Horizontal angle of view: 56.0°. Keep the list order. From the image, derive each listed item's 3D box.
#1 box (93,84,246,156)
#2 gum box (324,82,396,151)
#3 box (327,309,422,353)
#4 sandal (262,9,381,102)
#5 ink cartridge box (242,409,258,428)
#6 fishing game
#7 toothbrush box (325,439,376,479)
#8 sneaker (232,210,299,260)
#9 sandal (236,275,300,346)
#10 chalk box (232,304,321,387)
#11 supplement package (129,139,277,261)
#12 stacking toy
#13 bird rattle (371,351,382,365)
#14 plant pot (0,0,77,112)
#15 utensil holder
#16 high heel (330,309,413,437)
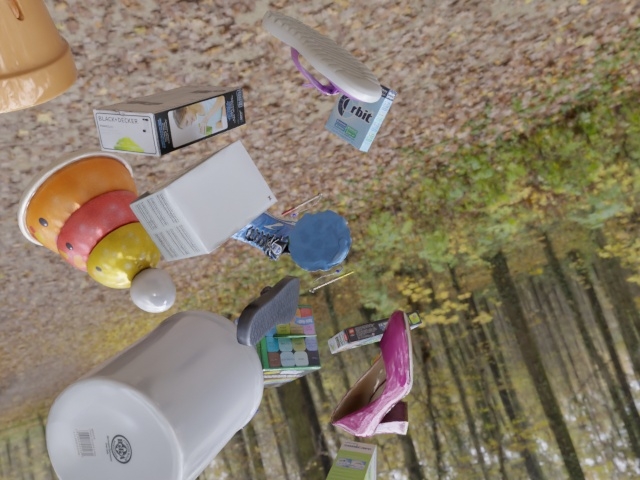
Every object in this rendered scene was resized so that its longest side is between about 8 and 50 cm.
[{"bbox_3d":[-0.313,-0.263,1.288,0.169,0.087,0.290,9,-154,27],"label":"box"},{"bbox_3d":[0.111,-0.369,1.712,0.041,0.157,0.184,5,117,-50],"label":"gum box"},{"bbox_3d":[0.132,0.223,1.466,0.206,0.036,0.114,-10,162,-26],"label":"box"},{"bbox_3d":[-0.003,-0.394,1.362,0.169,0.416,0.102,2,127,-38],"label":"sandal"},{"bbox_3d":[-0.408,0.519,2.098,0.395,0.151,0.270,16,-145,25],"label":"ink cartridge box"},{"bbox_3d":[0.000,0.000,1.698,0.189,0.264,0.041,-29,158,8],"label":"fishing game"},{"bbox_3d":[0.094,0.805,1.908,0.122,0.206,0.283,3,-165,15],"label":"toothbrush box"},{"bbox_3d":[-0.176,-0.021,1.997,0.329,0.147,0.130,10,125,-33],"label":"sneaker"},{"bbox_3d":[-0.100,0.123,1.152,0.054,0.097,0.254,12,-168,19],"label":"sandal"},{"bbox_3d":[-0.123,0.277,1.616,0.180,0.179,0.289,6,152,-34],"label":"chalk box"},{"bbox_3d":[-0.240,-0.077,1.220,0.194,0.149,0.203,-41,-162,-32],"label":"supplement package"},{"bbox_3d":[-0.562,0.009,1.659,0.350,0.480,0.351,-39,159,-19],"label":"stacking toy"},{"bbox_3d":[0.194,0.423,1.893,0.143,0.207,0.253,11,-145,21],"label":"bird rattle"},{"bbox_3d":[-0.612,-0.383,1.088,0.290,0.291,0.204,-13,130,-19],"label":"plant pot"},{"bbox_3d":[-0.340,0.364,1.315,0.327,0.328,0.385,-20,-175,18],"label":"utensil holder"},{"bbox_3d":[0.109,0.304,1.330,0.181,0.377,0.127,2,-149,5],"label":"high heel"}]
